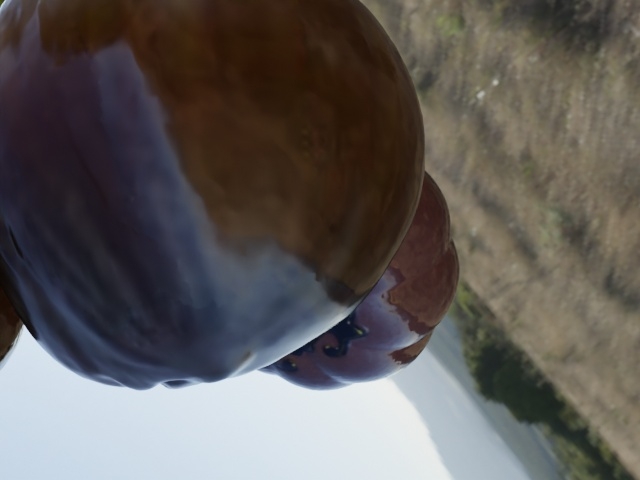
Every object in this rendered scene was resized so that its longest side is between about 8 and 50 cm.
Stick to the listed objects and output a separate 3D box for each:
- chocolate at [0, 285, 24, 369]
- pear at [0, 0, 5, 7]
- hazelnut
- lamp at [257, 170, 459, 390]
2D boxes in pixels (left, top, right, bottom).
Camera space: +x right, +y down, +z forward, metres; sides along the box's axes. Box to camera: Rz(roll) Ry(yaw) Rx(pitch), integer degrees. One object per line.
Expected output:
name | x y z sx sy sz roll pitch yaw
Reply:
chocolate | -0.321 0.036 0.909 0.177 0.176 0.177 51 179 1
pear | -0.225 -0.209 1.148 0.284 0.283 0.283 51 179 1
hazelnut | -0.102 -0.063 0.823 0.315 0.372 0.372 33 -167 -47
lamp | 0.000 0.000 1.111 0.305 0.305 0.239 51 -140 -7
